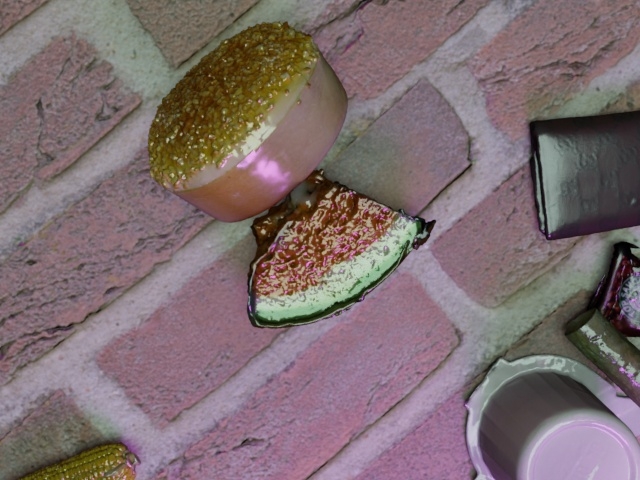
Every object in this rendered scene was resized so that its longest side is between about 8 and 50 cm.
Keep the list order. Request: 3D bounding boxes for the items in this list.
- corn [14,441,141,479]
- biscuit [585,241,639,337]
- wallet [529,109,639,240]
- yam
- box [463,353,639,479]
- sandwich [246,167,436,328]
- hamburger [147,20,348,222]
[{"bbox_3d":[-0.386,0.371,1.362,0.238,0.080,0.080,-20,96,3],"label":"corn"},{"bbox_3d":[0.532,0.094,1.364,0.235,0.063,0.151,13,95,5],"label":"biscuit"},{"bbox_3d":[0.435,-0.103,1.351,0.229,0.049,0.182,-8,96,-3],"label":"wallet"},{"bbox_3d":[0.448,0.178,1.353,0.169,0.068,0.068,44,93,0],"label":"yam"},{"bbox_3d":[0.376,0.314,1.313,0.291,0.206,0.263,-5,96,-1],"label":"box"},{"bbox_3d":[-0.001,0.014,1.324,0.212,0.109,0.292,43,91,1],"label":"sandwich"},{"bbox_3d":[-0.105,-0.163,1.211,0.302,0.302,0.170,-45,114,3],"label":"hamburger"}]
